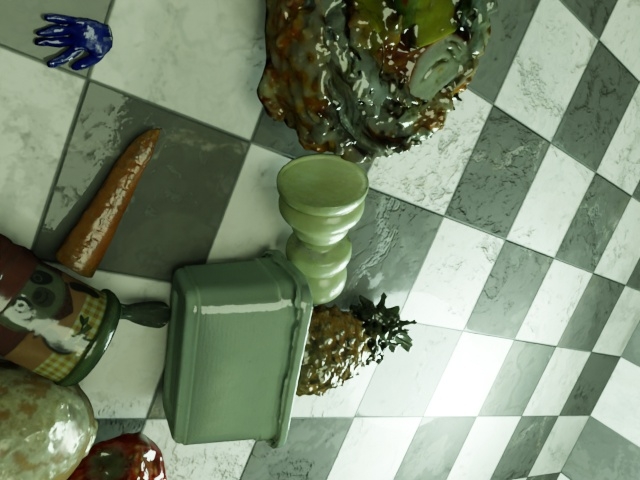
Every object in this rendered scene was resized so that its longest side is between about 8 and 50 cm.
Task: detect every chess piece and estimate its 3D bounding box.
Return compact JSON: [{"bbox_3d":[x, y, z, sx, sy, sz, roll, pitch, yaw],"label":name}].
[{"bbox_3d":[0.000,0.000,0.901,0.144,0.144,0.251,-23,137,-26],"label":"chess piece"}]

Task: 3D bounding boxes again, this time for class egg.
[{"bbox_3d":[-0.411,0.253,0.689,0.245,0.203,0.203,-2,112,-48],"label":"egg"}]

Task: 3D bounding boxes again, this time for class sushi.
[{"bbox_3d":[0.095,-0.315,0.802,0.417,0.176,0.418,-16,119,-30],"label":"sushi"}]

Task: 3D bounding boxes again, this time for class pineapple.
[{"bbox_3d":[0.069,0.186,1.034,0.340,0.169,0.169,-4,113,-37],"label":"pineapple"}]

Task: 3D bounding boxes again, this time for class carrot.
[{"bbox_3d":[-0.280,-0.061,0.735,0.057,0.057,0.224,30,89,-41],"label":"carrot"}]

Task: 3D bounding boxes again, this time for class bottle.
[{"bbox_3d":[-0.387,0.071,0.639,0.271,0.156,0.143,36,94,-30],"label":"bottle"}]

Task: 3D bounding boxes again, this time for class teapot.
[{"bbox_3d":[-0.270,0.105,0.796,0.043,0.043,0.110,-59,155,2],"label":"teapot"}]

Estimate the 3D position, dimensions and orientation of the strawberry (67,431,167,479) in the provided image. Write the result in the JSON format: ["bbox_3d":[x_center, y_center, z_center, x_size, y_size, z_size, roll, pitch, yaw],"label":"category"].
[{"bbox_3d":[-0.348,0.468,0.779,0.310,0.292,0.292,-37,130,6],"label":"strawberry"}]

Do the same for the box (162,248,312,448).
[{"bbox_3d":[-0.146,0.177,0.872,0.182,0.175,0.312,1,111,-27],"label":"box"}]

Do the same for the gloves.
[{"bbox_3d":[-0.296,-0.237,0.654,0.086,0.026,0.064,-10,118,-33],"label":"gloves"}]
